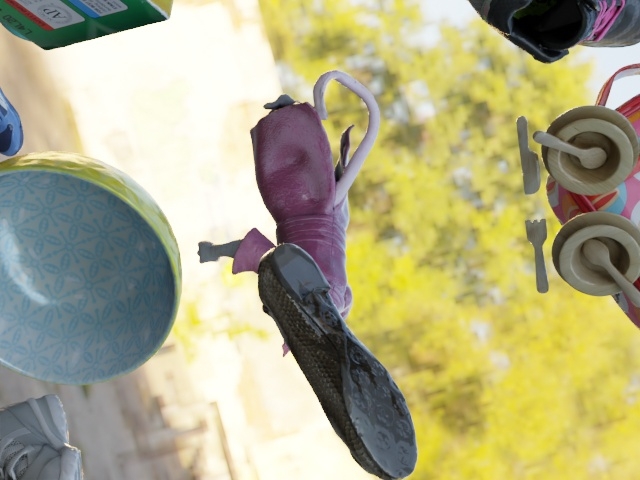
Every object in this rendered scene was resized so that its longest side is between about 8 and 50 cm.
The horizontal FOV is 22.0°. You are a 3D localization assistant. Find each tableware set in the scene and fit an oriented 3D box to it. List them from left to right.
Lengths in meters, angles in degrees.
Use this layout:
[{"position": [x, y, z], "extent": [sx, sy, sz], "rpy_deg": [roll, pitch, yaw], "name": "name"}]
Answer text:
[{"position": [0.244, -0.027, 1.468], "extent": [0.039, 0.128, 0.194], "rpy_deg": [-77, 158, -58], "name": "tableware set"}]

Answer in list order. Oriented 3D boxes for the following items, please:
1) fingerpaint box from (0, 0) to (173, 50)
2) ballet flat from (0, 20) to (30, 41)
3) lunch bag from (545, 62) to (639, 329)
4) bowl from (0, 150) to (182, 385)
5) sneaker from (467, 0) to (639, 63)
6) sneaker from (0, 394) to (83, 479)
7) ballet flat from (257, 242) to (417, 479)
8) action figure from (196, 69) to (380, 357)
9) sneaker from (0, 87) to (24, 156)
[{"position": [-0.282, -0.425, 1.306], "extent": [0.445, 0.163, 0.371], "rpy_deg": [34, 57, -45], "name": "fingerpaint box"}, {"position": [-0.339, -0.370, 1.672], "extent": [0.400, 0.139, 0.139], "rpy_deg": [53, -14, 27], "name": "ballet flat"}, {"position": [0.379, -0.071, 1.636], "extent": [0.258, 0.293, 0.120], "rpy_deg": [55, -13, 8], "name": "lunch bag"}, {"position": [-0.284, 0.007, 1.888], "extent": [0.156, 0.289, 0.289], "rpy_deg": [-71, 152, -58], "name": "bowl"}, {"position": [0.156, -0.143, 1.035], "extent": [0.063, 0.170, 0.075], "rpy_deg": [-54, -137, 31], "name": "sneaker"}, {"position": [-0.297, 0.245, 1.633], "extent": [0.281, 0.115, 0.105], "rpy_deg": [-138, -137, -68], "name": "sneaker"}, {"position": [0.009, 0.117, 1.521], "extent": [0.084, 0.058, 0.250], "rpy_deg": [-12, 65, -51], "name": "ballet flat"}, {"position": [0.000, 0.000, 2.254], "extent": [0.248, 0.276, 0.370], "rpy_deg": [25, 49, -39], "name": "action figure"}, {"position": [-0.414, -0.166, 2.017], "extent": [0.144, 0.053, 0.059], "rpy_deg": [65, 27, -9], "name": "sneaker"}]
